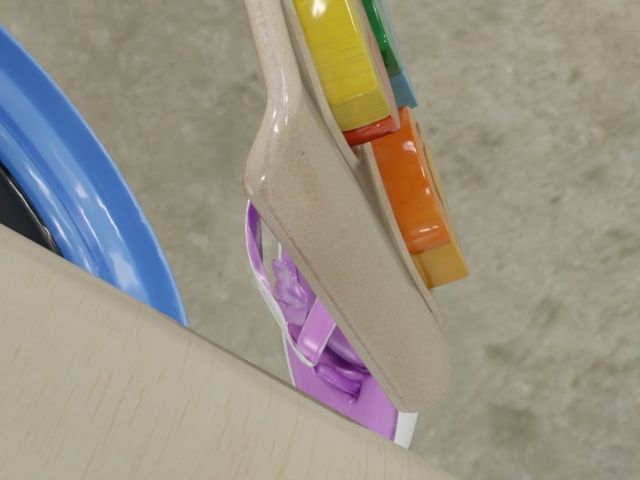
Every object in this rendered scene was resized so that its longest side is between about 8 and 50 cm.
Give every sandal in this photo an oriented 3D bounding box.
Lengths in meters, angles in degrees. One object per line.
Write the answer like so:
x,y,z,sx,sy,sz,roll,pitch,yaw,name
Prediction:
-0.009,0.000,1.301,0.169,0.102,0.416,4,101,54,sandal

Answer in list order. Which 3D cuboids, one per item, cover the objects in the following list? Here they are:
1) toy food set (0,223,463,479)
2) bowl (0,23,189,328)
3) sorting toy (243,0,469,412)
-0.074,0.143,0.288,0.220,0.306,0.092,30,146,-3,toy food set
-0.232,-0.022,1.020,0.077,0.391,0.391,-34,83,14,bowl
0.007,-0.068,0.530,0.038,0.193,0.208,-15,60,11,sorting toy
